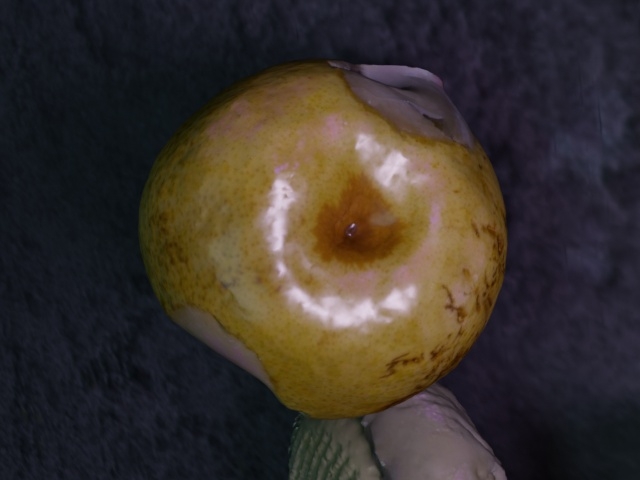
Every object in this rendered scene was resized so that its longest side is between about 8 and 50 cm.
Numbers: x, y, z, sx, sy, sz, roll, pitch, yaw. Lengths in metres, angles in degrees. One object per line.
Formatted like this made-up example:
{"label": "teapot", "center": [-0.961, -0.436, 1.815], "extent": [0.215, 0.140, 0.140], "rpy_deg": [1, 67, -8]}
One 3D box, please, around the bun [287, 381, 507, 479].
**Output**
{"label": "bun", "center": [0.075, 0.231, 1.379], "extent": [0.287, 0.146, 0.287], "rpy_deg": [171, 90, -70]}

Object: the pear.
{"label": "pear", "center": [0.000, 0.000, 1.259], "extent": [0.271, 0.271, 0.271], "rpy_deg": [35, 135, 44]}
